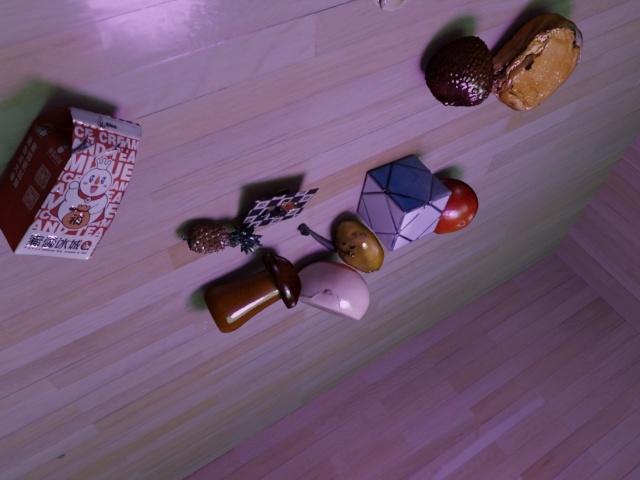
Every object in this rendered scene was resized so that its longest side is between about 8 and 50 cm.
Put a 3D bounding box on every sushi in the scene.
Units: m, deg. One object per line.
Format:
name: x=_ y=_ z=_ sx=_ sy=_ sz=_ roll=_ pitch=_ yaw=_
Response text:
sushi: x=-0.128 y=-0.103 z=1.524 sx=0.210 sy=0.040 sz=0.193 roll=-17 pitch=162 yaw=-32

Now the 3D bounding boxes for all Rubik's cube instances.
Rubik's cube: x=0.271 y=-0.124 z=1.778 sx=0.205 sy=0.205 sz=0.207 roll=-23 pitch=150 yaw=-25

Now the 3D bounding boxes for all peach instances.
peach: x=0.466 y=-0.125 z=2.009 sx=0.243 sy=0.200 sz=0.243 roll=-22 pitch=159 yaw=-9

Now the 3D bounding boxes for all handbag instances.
handbag: x=-0.470 y=-0.118 z=1.016 sx=0.298 sy=0.151 sz=0.171 roll=-53 pitch=153 yaw=14

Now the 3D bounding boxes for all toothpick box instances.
toothpick box: x=-0.206 y=0.167 z=1.695 sx=0.294 sy=0.192 sz=0.192 roll=-27 pitch=151 yaw=-8

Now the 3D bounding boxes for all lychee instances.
lychee: x=0.377 y=-0.450 z=1.453 sx=0.194 sy=0.194 sz=0.194 roll=-28 pitch=151 yaw=-17

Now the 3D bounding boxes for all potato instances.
potato: x=0.138 y=0.025 z=1.892 sx=0.140 sy=0.172 sz=0.300 roll=-62 pitch=156 yaw=-9

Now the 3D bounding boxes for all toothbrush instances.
toothbrush: x=0.000 y=0.000 z=1.841 sx=0.030 sy=0.031 sz=0.297 roll=-18 pitch=159 yaw=19

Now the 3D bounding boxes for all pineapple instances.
pineapple: x=-0.268 y=-0.004 z=1.450 sx=0.221 sy=0.083 sz=0.103 roll=1 pitch=167 yaw=-33

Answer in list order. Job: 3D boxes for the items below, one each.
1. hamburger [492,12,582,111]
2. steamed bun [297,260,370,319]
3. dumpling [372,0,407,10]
hamburger: x=0.648 y=-0.545 z=1.634 sx=0.318 sy=0.158 sz=0.319 roll=-27 pitch=151 yaw=-17
steamed bun: x=0.045 y=0.166 z=1.915 sx=0.283 sy=0.282 sz=0.177 roll=40 pitch=67 yaw=-61
dumpling: x=0.120 y=-0.570 z=1.010 sx=0.193 sy=0.147 sz=0.258 roll=-38 pitch=123 yaw=-18
